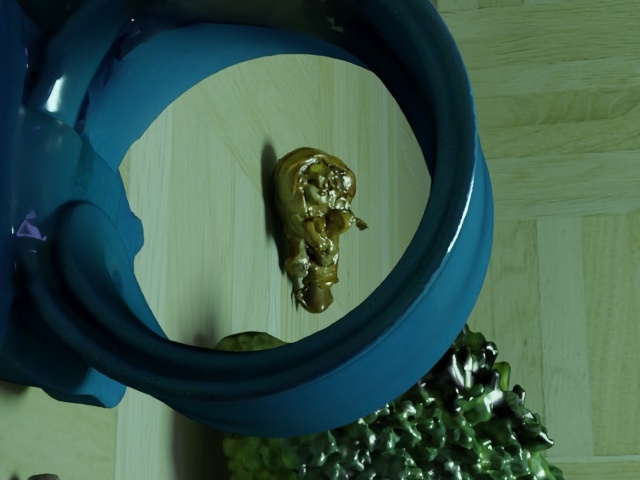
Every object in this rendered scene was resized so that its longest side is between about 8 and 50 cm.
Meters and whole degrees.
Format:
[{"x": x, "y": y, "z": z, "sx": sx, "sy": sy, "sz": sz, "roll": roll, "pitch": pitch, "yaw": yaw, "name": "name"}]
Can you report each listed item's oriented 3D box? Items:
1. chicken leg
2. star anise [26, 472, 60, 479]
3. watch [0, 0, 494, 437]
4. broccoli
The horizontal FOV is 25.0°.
[{"x": -0.001, "y": -0.002, "z": 1.483, "sx": 0.101, "sy": 0.085, "sz": 0.207, "roll": 39, "pitch": -34, "yaw": 39, "name": "chicken leg"}, {"x": -0.136, "y": 0.235, "z": 0.717, "sx": 0.230, "sy": 0.081, "sz": 0.262, "roll": 60, "pitch": 29, "yaw": -45, "name": "star anise"}, {"x": -0.048, "y": -0.058, "z": 0.746, "sx": 0.241, "sy": 0.274, "sz": 0.305, "roll": 50, "pitch": 43, "yaw": -72, "name": "watch"}, {"x": 0.043, "y": 0.219, "z": 1.234, "sx": 0.281, "sy": 0.293, "sz": 0.348, "roll": 32, "pitch": -57, "yaw": 56, "name": "broccoli"}]
